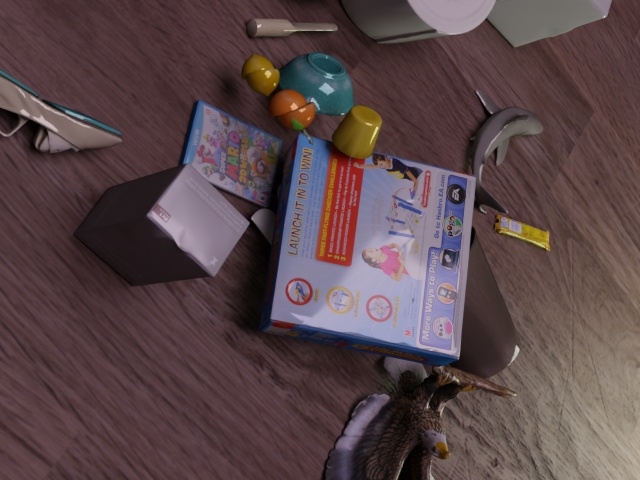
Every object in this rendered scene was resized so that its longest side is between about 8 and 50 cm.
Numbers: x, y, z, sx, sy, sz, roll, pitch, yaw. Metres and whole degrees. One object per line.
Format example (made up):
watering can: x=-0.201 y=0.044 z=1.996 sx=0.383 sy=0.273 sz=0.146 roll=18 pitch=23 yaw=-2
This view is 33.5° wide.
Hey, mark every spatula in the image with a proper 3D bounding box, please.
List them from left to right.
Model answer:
spatula: x=0.000 y=0.000 z=1.746 sx=0.242 sy=0.019 sz=0.168 roll=52 pitch=48 yaw=-21

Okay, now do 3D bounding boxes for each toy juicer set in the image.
toy juicer set: x=-0.039 y=-0.255 z=1.695 sx=0.209 sy=0.089 sz=0.329 roll=8 pitch=40 yaw=-25

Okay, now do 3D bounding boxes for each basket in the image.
basket: x=0.241 y=0.122 z=1.853 sx=0.204 sy=0.154 sz=0.227 roll=-44 pitch=115 yaw=-23

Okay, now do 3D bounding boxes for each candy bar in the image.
candy bar: x=0.399 y=-0.016 z=2.080 sx=0.161 sy=0.018 sz=0.040 roll=16 pitch=70 yaw=-36

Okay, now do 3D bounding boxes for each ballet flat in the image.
ballet flat: x=-0.389 y=-0.167 z=1.440 sx=0.248 sy=0.086 sz=0.086 roll=29 pitch=66 yaw=-31

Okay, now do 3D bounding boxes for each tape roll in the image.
tape roll: x=0.171 y=-0.472 z=1.844 sx=0.246 sy=0.169 sz=0.246 roll=-2 pitch=93 yaw=-37

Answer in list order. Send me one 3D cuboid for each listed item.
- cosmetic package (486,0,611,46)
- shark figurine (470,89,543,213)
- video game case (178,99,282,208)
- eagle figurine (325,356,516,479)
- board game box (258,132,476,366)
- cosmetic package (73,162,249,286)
cosmetic package: x=0.336 y=-0.585 z=1.980 sx=0.453 sy=0.230 sz=0.161 roll=39 pitch=61 yaw=-29
shark figurine: x=0.346 y=-0.189 z=2.006 sx=0.166 sy=0.116 sz=0.278 roll=48 pitch=55 yaw=-21
video game case: x=-0.138 y=-0.134 z=1.667 sx=0.166 sy=0.015 sz=0.119 roll=23 pitch=70 yaw=-34
eagle figurine: x=0.154 y=0.335 z=1.754 sx=0.226 sy=0.225 sz=0.298 roll=29 pitch=97 yaw=10
board game box: x=0.078 y=0.018 z=1.664 sx=0.302 sy=0.086 sz=0.308 roll=13 pitch=71 yaw=-12
cosmetic package: x=-0.219 y=-0.016 z=1.440 sx=0.127 sy=0.238 sz=0.107 roll=46 pitch=58 yaw=-25
